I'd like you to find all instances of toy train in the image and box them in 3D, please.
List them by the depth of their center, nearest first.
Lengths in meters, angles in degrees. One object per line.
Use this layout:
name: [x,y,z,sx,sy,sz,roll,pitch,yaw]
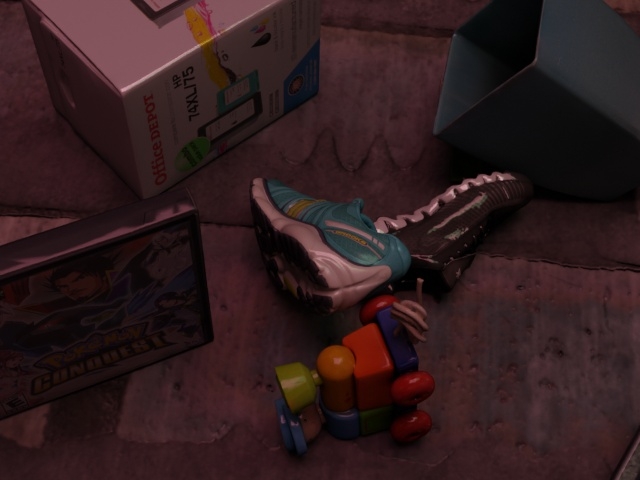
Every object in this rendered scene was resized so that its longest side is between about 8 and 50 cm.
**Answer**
toy train: [0.022,0.114,0.984,0.144,0.248,0.105,-18,58,-7]

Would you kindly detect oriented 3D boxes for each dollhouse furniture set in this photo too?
dollhouse furniture set: [0.180,-0.135,1.288,0.076,0.058,0.151,0,36,8]

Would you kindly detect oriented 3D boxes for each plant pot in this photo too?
plant pot: [0.276,-0.155,1.189,0.234,0.165,0.165,30,54,-20]

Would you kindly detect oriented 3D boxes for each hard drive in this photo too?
hard drive: [0.298,0.206,1.014,0.022,0.094,0.135,30,60,17]

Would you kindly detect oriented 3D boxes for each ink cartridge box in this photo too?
ink cartridge box: [-0.163,-0.224,1.237,0.270,0.198,0.197,-36,64,-21]

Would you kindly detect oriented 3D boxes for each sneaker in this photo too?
sneaker: [0.000,0.000,1.099,0.110,0.107,0.275,-19,26,-17]
sneaker: [0.137,0.004,1.164,0.234,0.078,0.106,-22,62,-11]

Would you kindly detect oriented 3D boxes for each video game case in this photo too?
video game case: [-0.239,0.073,1.002,0.275,0.248,0.035,-19,60,-13]
